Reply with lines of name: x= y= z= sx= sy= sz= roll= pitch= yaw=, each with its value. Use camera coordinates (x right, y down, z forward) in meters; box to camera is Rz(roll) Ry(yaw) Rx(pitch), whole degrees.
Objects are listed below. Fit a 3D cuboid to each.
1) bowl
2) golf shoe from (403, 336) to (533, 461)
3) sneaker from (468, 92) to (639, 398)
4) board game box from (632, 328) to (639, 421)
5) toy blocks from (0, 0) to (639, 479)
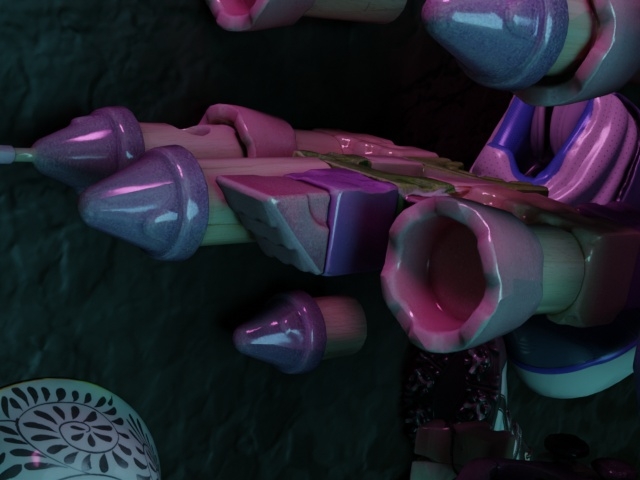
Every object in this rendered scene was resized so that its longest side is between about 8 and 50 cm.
bowl: x=-0.147 y=0.170 z=0.638 sx=0.170 sy=0.080 sz=0.170 roll=-12 pitch=111 yaw=-34
golf shoe: x=0.112 y=0.141 z=0.833 sx=0.093 sy=0.077 sz=0.198 roll=-15 pitch=119 yaw=-44
sneaker: x=0.242 y=-0.054 z=0.824 sx=0.322 sy=0.130 sz=0.236 roll=-32 pitch=125 yaw=-19
board game box: x=0.228 y=0.006 z=0.585 sx=0.336 sy=0.079 sz=0.254 roll=-42 pitch=141 yaw=-73
toy blocks: x=0.000 y=0.000 z=0.566 sx=0.260 sy=0.288 sz=0.309 roll=-4 pitch=108 yaw=-42
